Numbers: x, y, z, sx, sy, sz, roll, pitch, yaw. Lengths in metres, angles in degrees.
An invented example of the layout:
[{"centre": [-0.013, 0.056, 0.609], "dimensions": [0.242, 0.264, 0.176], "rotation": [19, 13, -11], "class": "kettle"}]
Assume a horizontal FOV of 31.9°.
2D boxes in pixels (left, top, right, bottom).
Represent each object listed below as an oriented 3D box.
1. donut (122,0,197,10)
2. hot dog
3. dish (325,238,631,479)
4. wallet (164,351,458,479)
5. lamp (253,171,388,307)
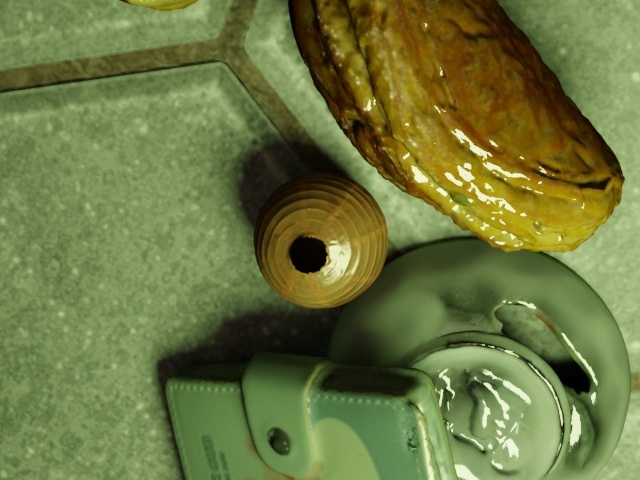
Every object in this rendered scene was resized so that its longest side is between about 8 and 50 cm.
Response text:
[{"centre": [-0.163, -0.310, 1.068], "dimensions": [0.166, 0.073, 0.184], "rotation": [20, 110, -1], "class": "donut"}, {"centre": [0.096, -0.138, 0.987], "dimensions": [0.174, 0.267, 0.387], "rotation": [-41, 99, -2], "class": "hot dog"}, {"centre": [0.155, 0.169, 1.133], "dimensions": [0.324, 0.124, 0.324], "rotation": [2, 107, 7], "class": "dish"}, {"centre": [-0.011, 0.234, 1.133], "dimensions": [0.360, 0.083, 0.252], "rotation": [-2, 104, 41], "class": "wallet"}, {"centre": [0.000, 0.000, 1.104], "dimensions": [0.136, 0.136, 0.136], "rotation": [2, 107, 8], "class": "lamp"}]
